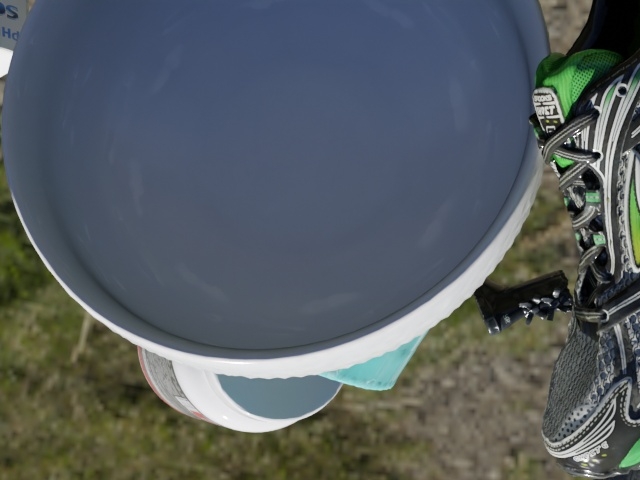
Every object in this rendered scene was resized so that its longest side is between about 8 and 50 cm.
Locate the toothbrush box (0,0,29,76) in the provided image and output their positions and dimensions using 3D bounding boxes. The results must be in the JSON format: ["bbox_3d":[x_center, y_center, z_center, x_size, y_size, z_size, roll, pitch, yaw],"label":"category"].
[{"bbox_3d":[-0.431,-0.190,1.547,0.283,0.122,0.206,-21,156,40],"label":"toothbrush box"}]

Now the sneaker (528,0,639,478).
[{"bbox_3d":[0.172,-0.035,0.967,0.146,0.343,0.134,11,180,-21],"label":"sneaker"}]

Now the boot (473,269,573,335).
[{"bbox_3d":[0.217,0.057,1.835,0.099,0.121,0.045,-21,112,2],"label":"boot"}]

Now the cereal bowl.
[{"bbox_3d":[-0.021,-0.071,1.076,0.339,0.338,0.141,0,164,9],"label":"cereal bowl"}]

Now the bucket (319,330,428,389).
[{"bbox_3d":[0.000,0.000,1.542,0.281,0.281,0.183,24,99,-21],"label":"bucket"}]

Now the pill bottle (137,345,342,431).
[{"bbox_3d":[-0.096,0.129,2.098,0.210,0.210,0.363,19,174,-15],"label":"pill bottle"}]

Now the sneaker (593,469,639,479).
[{"bbox_3d":[0.234,0.179,1.191,0.089,0.051,0.170,11,99,-11],"label":"sneaker"}]
